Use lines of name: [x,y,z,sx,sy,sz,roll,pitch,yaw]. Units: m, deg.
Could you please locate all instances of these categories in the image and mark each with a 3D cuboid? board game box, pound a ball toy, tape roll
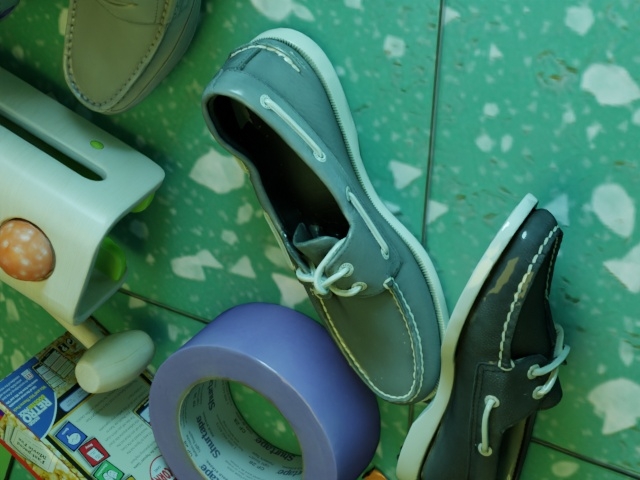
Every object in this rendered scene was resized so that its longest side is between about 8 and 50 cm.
board game box: [-0.192,0.176,1.303,0.193,0.147,0.045,43,130,6]
pound a ball toy: [-0.278,-0.012,1.226,0.319,0.136,0.208,33,127,9]
tape roll: [-0.049,0.154,1.241,0.189,0.080,0.189,17,124,26]

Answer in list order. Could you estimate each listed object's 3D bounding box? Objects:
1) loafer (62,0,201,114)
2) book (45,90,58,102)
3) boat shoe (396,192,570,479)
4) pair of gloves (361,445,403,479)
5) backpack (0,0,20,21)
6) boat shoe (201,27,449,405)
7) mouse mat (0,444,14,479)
loafer: [-0.137,-0.218,1.066,0.112,0.111,0.319,35,129,13]
book: [-0.267,-0.065,1.296,0.144,0.035,0.096,-21,104,37]
boat shoe: [0.138,0.095,1.070,0.091,0.114,0.303,30,140,17]
pair of gloves: [0.079,0.215,1.236,0.074,0.010,0.083,48,132,1]
backpack: [-0.336,-0.245,1.090,0.191,0.253,0.225,31,128,15]
boat shoe: [0.000,0.000,1.107,0.116,0.099,0.320,-13,108,37]
mouse mat: [-0.385,0.197,1.535,0.152,0.007,0.190,35,128,12]
